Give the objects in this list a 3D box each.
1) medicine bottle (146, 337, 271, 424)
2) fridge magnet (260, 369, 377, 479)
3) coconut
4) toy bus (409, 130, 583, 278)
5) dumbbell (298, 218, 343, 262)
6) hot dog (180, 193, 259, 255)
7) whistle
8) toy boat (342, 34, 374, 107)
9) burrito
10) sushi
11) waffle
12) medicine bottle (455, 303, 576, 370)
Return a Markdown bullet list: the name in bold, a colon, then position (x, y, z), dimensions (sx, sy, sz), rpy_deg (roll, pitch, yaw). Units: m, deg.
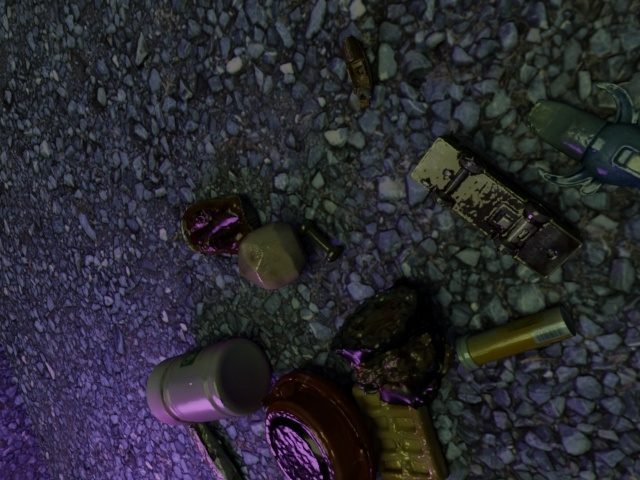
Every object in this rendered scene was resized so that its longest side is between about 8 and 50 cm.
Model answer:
- **medicine bottle**: position (-0.322, 0.410, 1.395), dimensions (0.326, 0.212, 0.212), rpy_deg (-23, 90, 36)
- **fridge magnet**: position (-0.011, 0.509, 1.241), dimensions (0.364, 0.155, 0.363), rpy_deg (21, 122, 39)
- **coconut**: position (-0.122, 0.039, 1.177), dimensions (0.162, 0.161, 0.161), rpy_deg (-22, 91, 3)
- **toy bus**: position (0.316, -0.072, 0.881), dimensions (0.302, 0.139, 0.113), rpy_deg (40, 123, 8)
- **dumbbell**: position (0.000, 0.000, 1.159), dimensions (0.118, 0.052, 0.046), rpy_deg (44, 111, 17)
- **hot dog**: position (-0.280, -0.037, 1.318), dimensions (0.271, 0.082, 0.162), rpy_deg (-6, 98, 36)
- **whistle**: position (0.462, -0.152, 0.794), dimensions (0.269, 0.093, 0.180), rpy_deg (41, 116, 25)
- **toy boat**: position (0.078, -0.349, 1.008), dimensions (0.047, 0.049, 0.149), rpy_deg (-12, 97, 35)
- **burrito**: position (-0.350, 0.695, 1.585), dimensions (0.096, 0.066, 0.309), rpy_deg (-39, 80, 40)
- **sushi**: position (0.164, 0.229, 1.030), dimensions (0.218, 0.225, 0.238), rpy_deg (52, 168, -5)
- **waffle**: position (0.189, 0.454, 1.161), dimensions (0.168, 0.057, 0.274), rpy_deg (-15, 95, 36)
- **medicine bottle**: position (0.378, 0.192, 0.953), dimensions (0.218, 0.074, 0.073), rpy_deg (-30, 86, 34)
